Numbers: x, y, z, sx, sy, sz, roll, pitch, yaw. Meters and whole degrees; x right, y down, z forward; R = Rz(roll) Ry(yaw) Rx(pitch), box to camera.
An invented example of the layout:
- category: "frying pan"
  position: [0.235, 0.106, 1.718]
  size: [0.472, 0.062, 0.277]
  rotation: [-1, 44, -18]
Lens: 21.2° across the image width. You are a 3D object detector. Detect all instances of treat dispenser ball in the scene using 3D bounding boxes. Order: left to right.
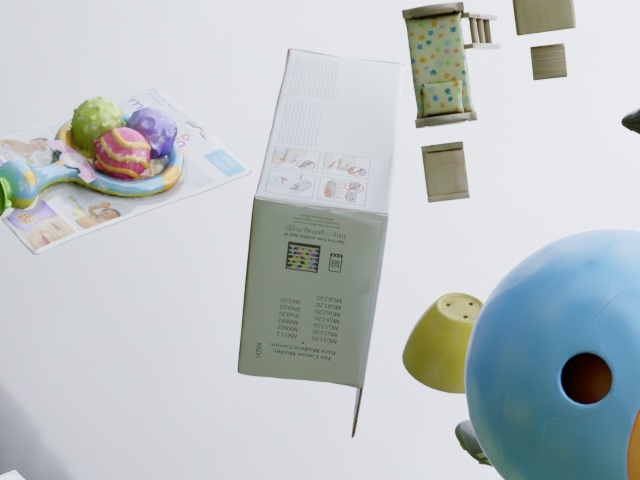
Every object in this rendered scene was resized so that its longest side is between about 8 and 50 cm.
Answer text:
- category: "treat dispenser ball"
  position: [0.282, 0.133, 1.643]
  size: [0.288, 0.288, 0.288]
  rotation: [40, -20, 18]

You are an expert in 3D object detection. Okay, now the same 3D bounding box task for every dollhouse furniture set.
- category: "dollhouse furniture set"
  position: [0.167, -0.134, 1.596]
  size: [0.101, 0.161, 0.182]
  rotation: [-32, 115, -84]

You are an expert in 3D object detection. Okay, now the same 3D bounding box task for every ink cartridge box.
- category: "ink cartridge box"
  position: [0.000, 0.000, 1.719]
  size: [0.130, 0.309, 0.272]
  rotation: [8, -58, 1]

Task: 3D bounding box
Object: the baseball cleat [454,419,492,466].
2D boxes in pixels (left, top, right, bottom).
- category: "baseball cleat"
  position: [0.303, 0.325, 2.651]
  size: [0.206, 0.072, 0.109]
  rotation: [36, -47, 22]

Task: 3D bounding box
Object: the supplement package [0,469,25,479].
- category: "supplement package"
  position: [-0.358, 0.437, 1.931]
  size: [0.262, 0.198, 0.199]
  rotation: [37, -60, 25]

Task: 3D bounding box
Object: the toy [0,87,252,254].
- category: "toy"
  position: [-0.183, -0.079, 1.441]
  size: [0.137, 0.237, 0.056]
  rotation: [42, -43, 26]

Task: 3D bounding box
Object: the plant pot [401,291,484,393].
- category: "plant pot"
  position: [0.181, 0.127, 2.290]
  size: [0.134, 0.134, 0.095]
  rotation: [33, -49, 34]

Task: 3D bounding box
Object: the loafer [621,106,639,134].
- category: "loafer"
  position: [0.494, -0.180, 2.409]
  size: [0.061, 0.170, 0.062]
  rotation: [9, -77, 45]
